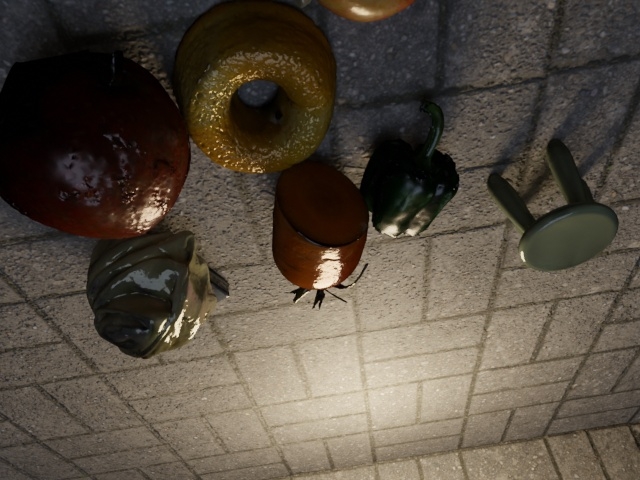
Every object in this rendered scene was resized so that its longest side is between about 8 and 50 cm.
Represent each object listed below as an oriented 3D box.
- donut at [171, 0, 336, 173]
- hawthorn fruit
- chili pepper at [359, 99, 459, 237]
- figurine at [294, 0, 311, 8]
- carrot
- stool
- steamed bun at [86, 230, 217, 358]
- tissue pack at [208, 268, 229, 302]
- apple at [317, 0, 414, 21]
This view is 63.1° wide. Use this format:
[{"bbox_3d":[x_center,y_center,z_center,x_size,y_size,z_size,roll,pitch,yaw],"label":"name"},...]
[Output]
[{"bbox_3d":[-0.105,-0.236,0.876,0.303,0.110,0.302,-5,139,-5],"label":"donut"},{"bbox_3d":[-0.360,-0.142,0.810,0.316,0.316,0.316,-5,139,-4],"label":"hawthorn fruit"},{"bbox_3d":[0.180,-0.131,1.005,0.174,0.165,0.261,15,133,-7],"label":"chili pepper"},{"bbox_3d":[-0.018,-0.390,0.768,0.051,0.047,0.083,-22,139,-9],"label":"figurine"},{"bbox_3d":[0.000,0.000,1.089,0.214,0.193,0.331,16,146,-1],"label":"carrot"},{"bbox_3d":[0.484,-0.064,1.102,0.195,0.198,0.195,-33,134,22],"label":"stool"},{"bbox_3d":[-0.382,0.124,1.112,0.268,0.207,0.280,-7,120,8],"label":"steamed bun"},{"bbox_3d":[-0.312,0.108,1.272,0.112,0.051,0.156,-25,136,20],"label":"tissue pack"},{"bbox_3d":[0.058,-0.400,0.671,0.210,0.164,0.209,-12,143,-9],"label":"apple"}]
